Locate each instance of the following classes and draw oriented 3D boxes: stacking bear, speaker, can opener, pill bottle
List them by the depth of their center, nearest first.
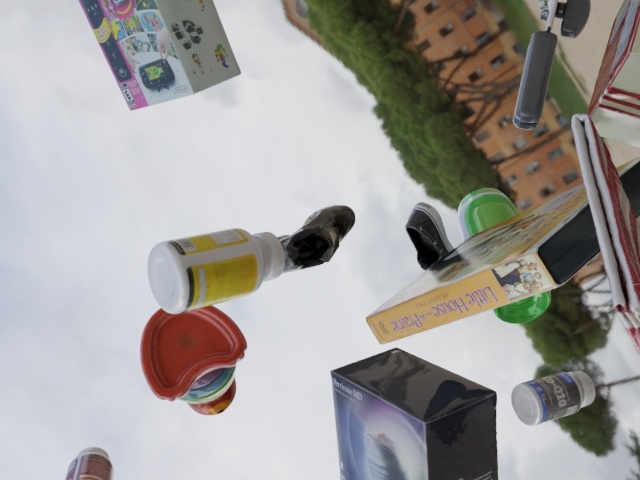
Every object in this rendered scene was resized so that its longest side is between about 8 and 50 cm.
[{"bbox_3d":[-0.146,0.038,1.070,0.184,0.103,0.103,-12,-112,-38],"label":"pill bottle"},{"bbox_3d":[0.400,-0.328,1.290,0.074,0.093,0.280,50,-122,-75],"label":"can opener"},{"bbox_3d":[-0.415,0.435,1.332,0.086,0.086,0.152,51,180,-17],"label":"pill bottle"},{"bbox_3d":[0.421,0.281,1.341,0.137,0.078,0.078,-10,-118,-24],"label":"pill bottle"},{"bbox_3d":[-0.223,0.238,1.377,0.164,0.175,0.289,53,165,25],"label":"stacking bear"},{"bbox_3d":[0.365,0.024,1.499,0.131,0.131,0.296,43,-155,-34],"label":"speaker"}]

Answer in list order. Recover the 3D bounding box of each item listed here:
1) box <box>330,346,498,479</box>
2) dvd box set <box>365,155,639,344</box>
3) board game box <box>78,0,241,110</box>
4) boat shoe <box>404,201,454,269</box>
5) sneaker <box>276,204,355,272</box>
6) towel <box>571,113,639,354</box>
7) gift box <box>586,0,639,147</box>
[{"bbox_3d":[0.174,0.397,1.415,0.183,0.296,0.294,-12,-75,-31],"label":"box"},{"bbox_3d":[0.284,0.023,1.133,0.308,0.420,0.062,-33,-90,-31],"label":"dvd box set"},{"bbox_3d":[-0.259,-0.353,1.068,0.097,0.224,0.303,-33,-69,-33],"label":"board game box"},{"bbox_3d":[0.226,0.027,1.500,0.076,0.080,0.228,-51,-44,-26],"label":"boat shoe"},{"bbox_3d":[0.000,0.000,1.289,0.234,0.106,0.078,-29,-71,-40],"label":"sneaker"},{"bbox_3d":[0.350,0.042,0.798,0.329,0.037,0.237,43,-143,-44],"label":"towel"},{"bbox_3d":[0.551,-0.274,1.031,0.258,0.276,0.255,20,168,9],"label":"gift box"}]
